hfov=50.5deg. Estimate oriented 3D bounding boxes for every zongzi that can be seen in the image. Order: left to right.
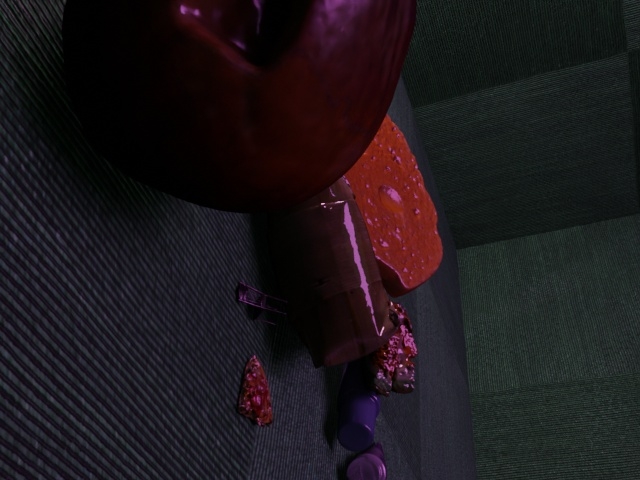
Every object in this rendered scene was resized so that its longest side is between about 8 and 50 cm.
[{"bbox_3d":[0.000,0.000,1.245,0.418,0.181,0.447,75,0,-81],"label":"zongzi"}]

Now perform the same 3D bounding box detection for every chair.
[{"bbox_3d":[-0.098,0.099,1.043,0.086,0.042,0.037,25,44,-24],"label":"chair"}]

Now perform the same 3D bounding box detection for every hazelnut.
[{"bbox_3d":[-0.073,-0.224,0.780,0.429,0.402,0.402,-69,143,-61],"label":"hazelnut"}]

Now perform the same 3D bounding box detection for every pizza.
[{"bbox_3d":[-0.085,0.234,0.990,0.100,0.029,0.099,-78,152,-53],"label":"pizza"}]

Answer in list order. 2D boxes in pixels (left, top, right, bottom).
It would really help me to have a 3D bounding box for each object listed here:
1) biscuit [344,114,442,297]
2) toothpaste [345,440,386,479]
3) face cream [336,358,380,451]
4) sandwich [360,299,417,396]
[{"bbox_3d":[0.127,-0.097,1.450,0.350,0.078,0.455,8,63,-43],"label":"biscuit"},{"bbox_3d":[0.109,0.474,1.397,0.299,0.073,0.114,52,31,-71],"label":"toothpaste"},{"bbox_3d":[0.085,0.288,1.414,0.385,0.086,0.135,-73,150,-67],"label":"face cream"},{"bbox_3d":[0.143,0.205,1.340,0.185,0.109,0.160,-100,-157,-69],"label":"sandwich"}]
